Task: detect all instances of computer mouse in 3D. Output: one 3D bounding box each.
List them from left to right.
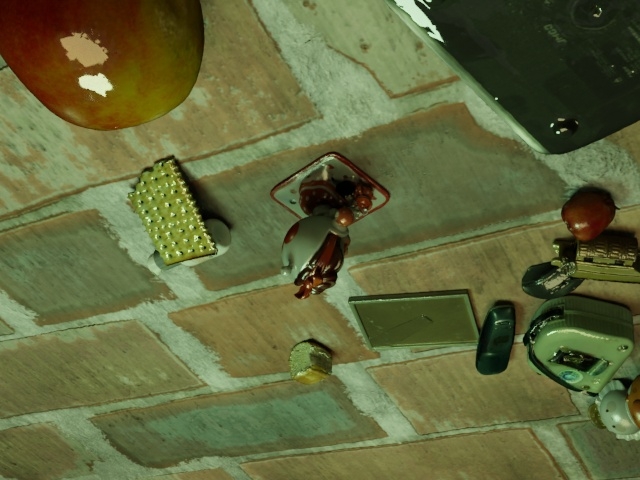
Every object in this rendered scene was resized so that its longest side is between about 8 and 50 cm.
[{"bbox_3d":[0.442,0.078,1.875,0.135,0.047,0.079,-26,129,33],"label":"computer mouse"}]

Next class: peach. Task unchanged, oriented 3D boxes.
[{"bbox_3d":[-0.314,-0.302,1.411,0.308,0.308,0.332,11,154,-1],"label":"peach"}]

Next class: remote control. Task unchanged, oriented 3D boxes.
[{"bbox_3d":[0.364,0.208,2.043,0.072,0.042,0.222,-6,140,-4],"label":"remote control"}]

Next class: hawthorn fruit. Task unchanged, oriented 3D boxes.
[{"bbox_3d":[0.466,-0.047,1.703,0.093,0.081,0.081,-31,131,2],"label":"hawthorn fruit"}]

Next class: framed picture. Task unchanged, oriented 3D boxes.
[{"bbox_3d":[0.200,0.169,2.060,0.250,0.016,0.184,-5,138,19],"label":"framed picture"}]

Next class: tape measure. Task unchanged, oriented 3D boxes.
[{"bbox_3d":[0.500,0.220,1.981,0.207,0.115,0.235,11,141,-4],"label":"tape measure"}]

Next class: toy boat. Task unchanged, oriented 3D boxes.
[{"bbox_3d":[0.530,0.031,1.782,0.226,0.068,0.088,6,134,6],"label":"toy boat"}]

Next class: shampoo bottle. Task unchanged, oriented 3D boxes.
[{"bbox_3d":[-0.262,0.016,1.933,0.192,0.074,0.074,-20,132,34],"label":"shampoo bottle"}]

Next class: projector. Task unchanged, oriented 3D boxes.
[{"bbox_3d":[0.339,-0.350,1.232,0.405,0.242,0.395,-28,126,36],"label":"projector"}]

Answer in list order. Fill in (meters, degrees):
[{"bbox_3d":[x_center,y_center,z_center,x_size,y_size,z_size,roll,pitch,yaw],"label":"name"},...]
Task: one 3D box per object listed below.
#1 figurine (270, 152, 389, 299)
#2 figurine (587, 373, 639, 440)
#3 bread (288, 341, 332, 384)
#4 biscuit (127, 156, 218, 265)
[{"bbox_3d":[0.000,0.000,1.737,0.160,0.226,0.183,36,134,-26],"label":"figurine"},{"bbox_3d":[0.680,0.350,2.097,0.143,0.143,0.271,24,159,-16],"label":"figurine"},{"bbox_3d":[-0.021,0.271,2.189,0.070,0.076,0.083,26,139,-36],"label":"bread"},{"bbox_3d":[-0.283,-0.048,1.850,0.144,0.016,0.203,-14,111,31],"label":"biscuit"}]
